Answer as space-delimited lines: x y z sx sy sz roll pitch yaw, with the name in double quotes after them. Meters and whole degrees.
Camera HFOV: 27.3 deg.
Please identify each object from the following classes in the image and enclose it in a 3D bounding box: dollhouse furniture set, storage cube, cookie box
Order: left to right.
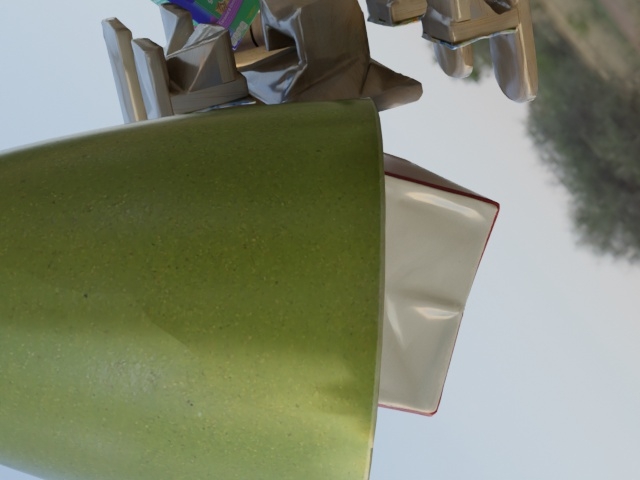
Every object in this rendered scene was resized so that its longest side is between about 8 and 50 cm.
-0.117 -0.265 1.391 0.107 0.092 0.040 34 165 -19 "cookie box"
-0.023 -0.145 1.363 0.394 0.362 0.256 -140 36 -63 "dollhouse furniture set"
0.006 0.015 1.079 0.215 0.184 0.193 14 -172 -20 "storage cube"

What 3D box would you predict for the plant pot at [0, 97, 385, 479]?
-0.122 0.042 0.802 0.293 0.275 0.275 3 -159 -3 "plant pot"
